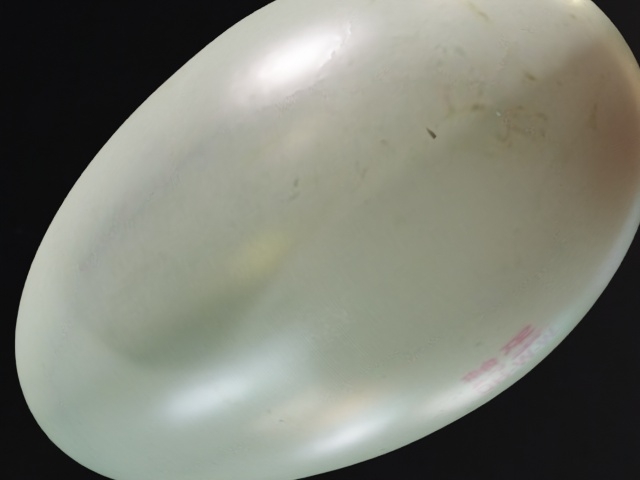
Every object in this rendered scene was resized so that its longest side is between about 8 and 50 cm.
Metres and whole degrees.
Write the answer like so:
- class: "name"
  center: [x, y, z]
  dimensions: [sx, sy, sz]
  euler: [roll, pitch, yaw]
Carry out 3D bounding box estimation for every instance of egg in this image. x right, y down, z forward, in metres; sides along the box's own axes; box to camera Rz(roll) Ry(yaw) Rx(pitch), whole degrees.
- class: "egg"
  center: [0.000, 0.000, 0.989]
  dimensions: [0.230, 0.371, 0.230]
  euler: [45, -156, -26]
